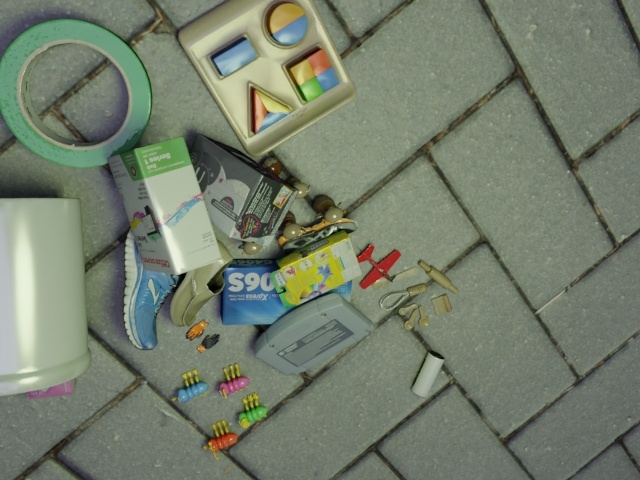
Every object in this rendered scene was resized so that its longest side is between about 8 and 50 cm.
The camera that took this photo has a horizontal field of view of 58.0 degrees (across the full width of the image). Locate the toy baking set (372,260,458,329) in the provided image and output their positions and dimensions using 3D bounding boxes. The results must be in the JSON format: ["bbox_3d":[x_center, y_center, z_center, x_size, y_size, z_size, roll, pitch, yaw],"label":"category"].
[{"bbox_3d":[0.281,0.158,1.684,0.256,0.030,0.197,42,94,-21],"label":"toy baking set"}]

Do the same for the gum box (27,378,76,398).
[{"bbox_3d":[-0.696,0.303,1.475,0.107,0.062,0.188,-4,108,-13],"label":"gum box"}]

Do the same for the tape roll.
[{"bbox_3d":[-0.547,-0.328,1.304,0.321,0.077,0.321,-4,109,-12],"label":"tape roll"}]

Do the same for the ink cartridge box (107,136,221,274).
[{"bbox_3d":[-0.348,-0.072,1.280,0.117,0.201,0.278,-23,104,-33],"label":"ink cartridge box"}]

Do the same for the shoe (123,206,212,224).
[{"bbox_3d":[-0.375,-0.056,1.432,0.219,0.076,0.058,6,101,-17],"label":"shoe"}]

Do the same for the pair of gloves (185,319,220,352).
[{"bbox_3d":[-0.322,0.264,1.582,0.074,0.010,0.083,-39,113,0],"label":"pair of gloves"}]

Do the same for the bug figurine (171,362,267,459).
[{"bbox_3d":[-0.274,0.476,1.628,0.216,0.072,0.279,-26,111,-5],"label":"bug figurine"}]

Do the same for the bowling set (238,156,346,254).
[{"bbox_3d":[-0.105,-0.097,1.442,0.287,0.154,0.200,-27,112,-5],"label":"bowling set"}]

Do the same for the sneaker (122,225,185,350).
[{"bbox_3d":[-0.416,0.125,1.452,0.147,0.130,0.330,3,106,-12],"label":"sneaker"}]

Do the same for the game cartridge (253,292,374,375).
[{"bbox_3d":[-0.025,0.256,1.563,0.294,0.060,0.196,-33,135,17],"label":"game cartridge"}]

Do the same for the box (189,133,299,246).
[{"bbox_3d":[-0.206,-0.117,1.346,0.142,0.247,0.163,17,105,-54],"label":"box"}]

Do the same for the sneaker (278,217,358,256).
[{"bbox_3d":[0.000,0.000,1.527,0.215,0.084,0.083,-19,78,2],"label":"sneaker"}]

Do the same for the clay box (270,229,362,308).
[{"bbox_3d":[-0.015,0.076,1.484,0.222,0.053,0.127,-24,122,-5],"label":"clay box"}]

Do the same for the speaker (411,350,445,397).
[{"bbox_3d":[0.329,0.407,1.762,0.055,0.055,0.136,18,103,-18],"label":"speaker"}]

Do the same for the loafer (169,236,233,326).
[{"bbox_3d":[-0.297,0.119,1.447,0.092,0.102,0.268,30,114,11],"label":"loafer"}]

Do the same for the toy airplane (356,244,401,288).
[{"bbox_3d":[0.157,0.068,1.622,0.151,0.028,0.151,-3,107,-9],"label":"toy airplane"}]

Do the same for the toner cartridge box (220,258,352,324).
[{"bbox_3d":[-0.092,0.137,1.563,0.348,0.075,0.165,0,108,-14],"label":"toner cartridge box"}]

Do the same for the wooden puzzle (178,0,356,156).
[{"bbox_3d":[-0.114,-0.418,1.378,0.322,0.080,0.348,-32,112,-2],"label":"wooden puzzle"}]

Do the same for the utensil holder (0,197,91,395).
[{"bbox_3d":[-0.672,0.099,1.248,0.327,0.327,0.385,0,94,-14],"label":"utensil holder"}]
